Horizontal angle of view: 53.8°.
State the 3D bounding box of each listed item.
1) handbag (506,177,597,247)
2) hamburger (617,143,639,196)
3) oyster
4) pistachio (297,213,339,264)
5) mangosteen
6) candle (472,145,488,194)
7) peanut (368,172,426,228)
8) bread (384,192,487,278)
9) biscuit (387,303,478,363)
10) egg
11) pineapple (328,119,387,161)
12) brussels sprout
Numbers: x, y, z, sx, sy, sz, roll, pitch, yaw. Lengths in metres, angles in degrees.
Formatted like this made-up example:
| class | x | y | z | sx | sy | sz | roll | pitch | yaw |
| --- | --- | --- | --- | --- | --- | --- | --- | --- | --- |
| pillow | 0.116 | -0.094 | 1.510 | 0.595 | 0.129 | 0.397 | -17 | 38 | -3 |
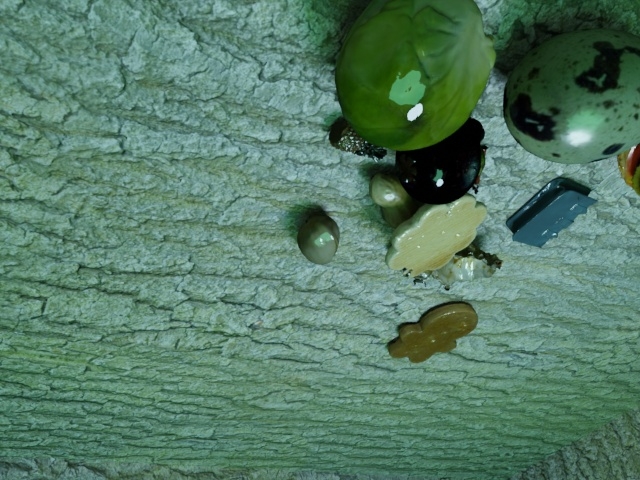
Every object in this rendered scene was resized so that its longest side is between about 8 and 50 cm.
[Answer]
| class | x | y | z | sx | sy | sz | roll | pitch | yaw |
| --- | --- | --- | --- | --- | --- | --- | --- | --- | --- |
| handbag | 0.682 | -0.077 | 1.864 | 0.179 | 0.062 | 0.229 | 13 | 134 | -32 |
| hamburger | 0.945 | -0.217 | 1.615 | 0.329 | 0.250 | 0.330 | -5 | 143 | -4 |
| oyster | 0.369 | 0.067 | 1.893 | 0.336 | 0.133 | 0.198 | 4 | 139 | -15 |
| pistachio | 0.000 | 0.000 | 1.714 | 0.124 | 0.125 | 0.185 | -16 | 148 | 4 |
| mangosteen | 0.291 | -0.195 | 1.503 | 0.242 | 0.243 | 0.243 | -8 | 141 | -6 |
| candle | 0.422 | -0.186 | 1.689 | 0.026 | 0.021 | 0.167 | -25 | 143 | -17 |
| peanut | 0.205 | -0.099 | 1.659 | 0.120 | 0.110 | 0.236 | -36 | 137 | 19 |
| bread | 0.303 | -0.015 | 1.682 | 0.315 | 0.054 | 0.316 | -20 | 145 | -15 |
| biscuit | 0.412 | 0.335 | 2.290 | 0.275 | 0.052 | 0.355 | 17 | 131 | -32 |
| egg | 0.582 | -0.311 | 1.372 | 0.379 | 0.288 | 0.288 | -7 | 141 | -20 |
| pineapple | 0.096 | -0.231 | 1.508 | 0.159 | 0.074 | 0.074 | 20 | 131 | -37 |
| brussels sprout | 0.177 | -0.343 | 1.261 | 0.344 | 0.268 | 0.344 | -21 | 135 | -22 |
